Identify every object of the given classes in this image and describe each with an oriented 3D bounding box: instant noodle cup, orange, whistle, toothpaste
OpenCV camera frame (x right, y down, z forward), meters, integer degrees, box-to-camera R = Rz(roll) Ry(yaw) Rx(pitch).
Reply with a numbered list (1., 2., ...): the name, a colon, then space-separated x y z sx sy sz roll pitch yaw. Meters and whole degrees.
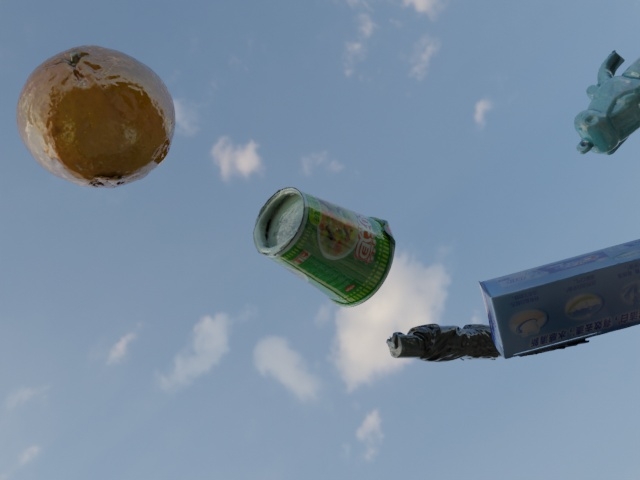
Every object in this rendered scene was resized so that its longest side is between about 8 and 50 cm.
1. instant noodle cup: 0.000 0.000 1.540 0.233 0.207 0.207 28 -81 -37
2. orange: -0.316 -0.177 1.098 0.219 0.219 0.193 -6 -38 -29
3. whistle: 0.531 -0.246 1.309 0.274 0.186 0.093 -46 -59 -5
4. toothpaste: 0.280 0.034 0.672 0.272 0.053 0.066 -16 -76 4

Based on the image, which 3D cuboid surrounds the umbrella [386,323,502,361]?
1. umbrella: 0.186 0.144 1.096 0.236 0.059 0.066 8 -37 -40
